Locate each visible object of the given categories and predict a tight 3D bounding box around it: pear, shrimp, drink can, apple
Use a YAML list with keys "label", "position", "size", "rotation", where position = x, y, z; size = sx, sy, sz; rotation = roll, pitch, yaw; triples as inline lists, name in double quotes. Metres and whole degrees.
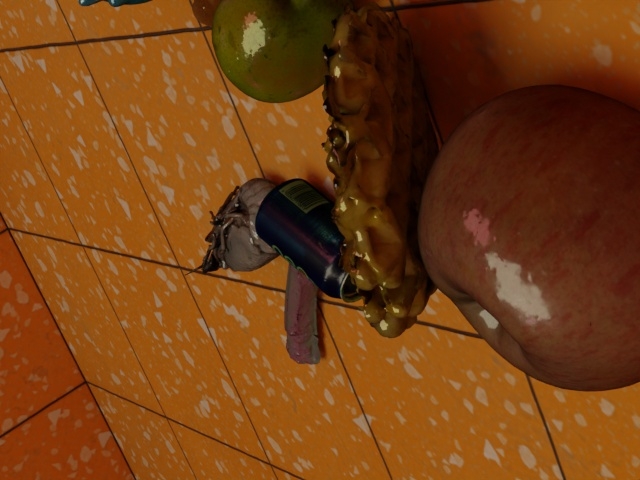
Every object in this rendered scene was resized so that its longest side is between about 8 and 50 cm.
- label: "pear"
  position: [-0.045, -0.274, 1.587]
  size: [0.187, 0.187, 0.220]
  rotation: [57, 159, -1]
- label: "shrimp"
  position: [-0.143, -0.008, 2.109]
  size: [0.145, 0.116, 0.343]
  rotation: [56, 146, 3]
- label: "drink can"
  position: [0.000, 0.000, 1.879]
  size: [0.205, 0.118, 0.118]
  rotation: [41, 149, 31]
- label: "apple"
  position: [0.250, 0.006, 1.309]
  size: [0.345, 0.269, 0.345]
  rotation: [39, 149, 29]

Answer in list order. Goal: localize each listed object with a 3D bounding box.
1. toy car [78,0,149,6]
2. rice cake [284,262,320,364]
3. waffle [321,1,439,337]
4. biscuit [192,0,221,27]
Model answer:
- label: "toy car"
  position: [-0.334, -0.454, 1.868]
  size: [0.255, 0.190, 0.188]
  rotation: [41, 150, 32]
- label: "rice cake"
  position: [-0.027, 0.123, 2.126]
  size: [0.081, 0.051, 0.290]
  rotation: [43, 150, 26]
- label: "waffle"
  position: [0.077, -0.089, 1.446]
  size: [0.095, 0.379, 0.382]
  rotation: [-8, 101, 16]
- label: "biscuit"
  position: [-0.163, -0.363, 1.862]
  size: [0.140, 0.023, 0.118]
  rotation: [58, 153, -3]
